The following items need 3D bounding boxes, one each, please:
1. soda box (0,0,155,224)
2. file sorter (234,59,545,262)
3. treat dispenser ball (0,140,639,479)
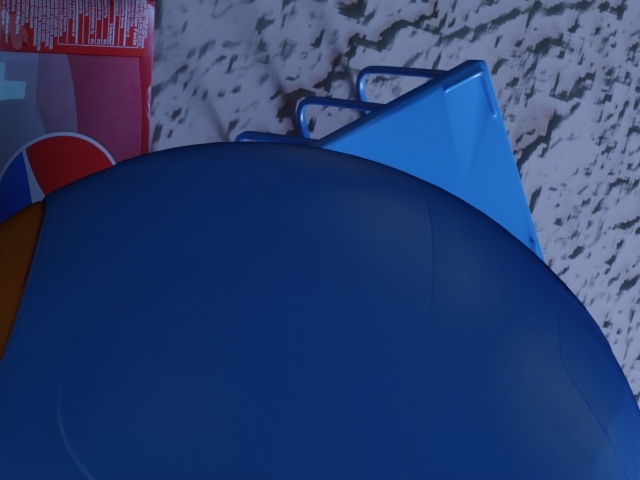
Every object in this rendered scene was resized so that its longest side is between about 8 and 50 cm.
[{"bbox_3d":[-0.130,0.019,0.776,0.083,0.092,0.263,0,98,-33],"label":"soda box"},{"bbox_3d":[0.000,0.000,0.855,0.170,0.104,0.118,-29,113,-27],"label":"file sorter"},{"bbox_3d":[-0.025,0.109,0.630,0.288,0.288,0.288,-6,100,-34],"label":"treat dispenser ball"}]
